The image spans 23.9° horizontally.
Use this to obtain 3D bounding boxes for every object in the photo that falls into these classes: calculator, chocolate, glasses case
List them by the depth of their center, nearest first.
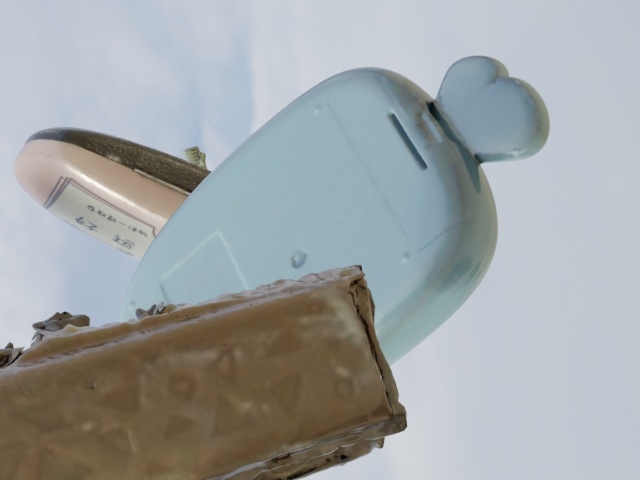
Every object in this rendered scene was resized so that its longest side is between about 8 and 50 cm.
[{"bbox_3d":[-0.108,0.085,0.555,0.329,0.065,0.102,-15,-81,-29],"label":"chocolate"},{"bbox_3d":[0.000,0.000,0.885,0.042,0.302,0.188,33,-159,-48],"label":"calculator"},{"bbox_3d":[-0.103,-0.011,1.258,0.314,0.122,0.075,24,-114,-15],"label":"glasses case"}]

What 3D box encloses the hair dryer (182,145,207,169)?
[{"bbox_3d":[-0.133,0.053,1.550,0.225,0.219,0.088,51,-159,18],"label":"hair dryer"}]
